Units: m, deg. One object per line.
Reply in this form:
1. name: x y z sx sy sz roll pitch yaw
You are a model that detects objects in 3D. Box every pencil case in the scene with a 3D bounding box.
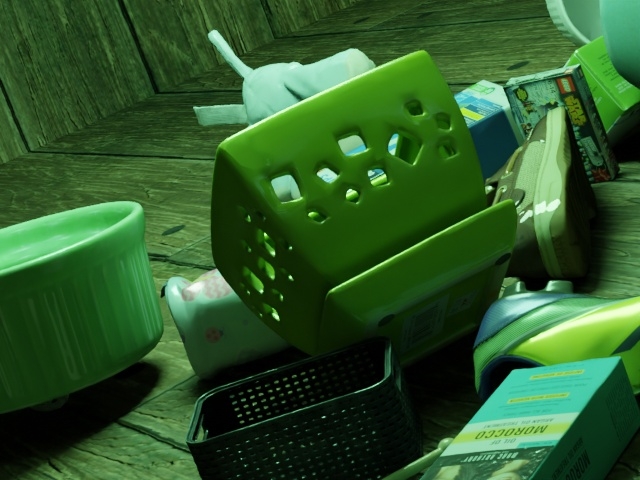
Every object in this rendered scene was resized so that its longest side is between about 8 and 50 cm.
1. pencil case: -0.021 0.052 1.871 0.273 0.113 0.124 -18 8 8

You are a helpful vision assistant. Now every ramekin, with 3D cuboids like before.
1. ramekin: 0.420 -0.362 2.604 0.207 0.207 0.109 -23 6 -9
2. ramekin: -0.315 0.076 1.949 0.303 0.148 0.303 -16 11 3

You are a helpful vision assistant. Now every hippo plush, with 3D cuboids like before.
1. hippo plush: 0.012 -0.134 2.430 0.294 0.234 0.237 11 1 37

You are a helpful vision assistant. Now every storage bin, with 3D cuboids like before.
1. storage bin: -0.012 0.160 1.530 0.180 0.084 0.122 -19 15 8

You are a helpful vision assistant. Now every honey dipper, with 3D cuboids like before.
1. honey dipper: 0.047 0.195 1.436 0.161 0.030 0.030 -25 15 -26

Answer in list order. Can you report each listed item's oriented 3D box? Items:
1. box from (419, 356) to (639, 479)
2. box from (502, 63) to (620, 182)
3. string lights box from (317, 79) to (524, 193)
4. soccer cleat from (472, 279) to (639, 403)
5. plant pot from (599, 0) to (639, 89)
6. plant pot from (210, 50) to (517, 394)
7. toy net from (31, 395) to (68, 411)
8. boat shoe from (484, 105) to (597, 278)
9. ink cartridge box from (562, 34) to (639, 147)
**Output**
1. box: 0.144 0.169 1.331 0.101 0.060 0.244 -11 17 33
2. box: 0.274 -0.127 2.068 0.094 0.137 0.027 -10 22 37
3. string lights box: 0.122 -0.090 2.145 0.260 0.076 0.133 -28 20 -11
4. soccer cleat: 0.256 0.091 1.465 0.289 0.093 0.121 -5 51 33
5. plant pot: 0.419 -0.257 1.992 0.195 0.290 0.290 -5 20 27
6. plant pot: 0.046 0.000 1.671 0.227 0.207 0.228 -27 -23 -18
7. toy net: -0.351 0.176 2.017 0.232 0.045 0.122 -12 11 23
8. boat shoe: 0.215 -0.044 1.899 0.123 0.123 0.342 -15 22 15
9. ink cartridge box: 0.348 -0.159 2.204 0.189 0.097 0.255 -30 -17 -31
